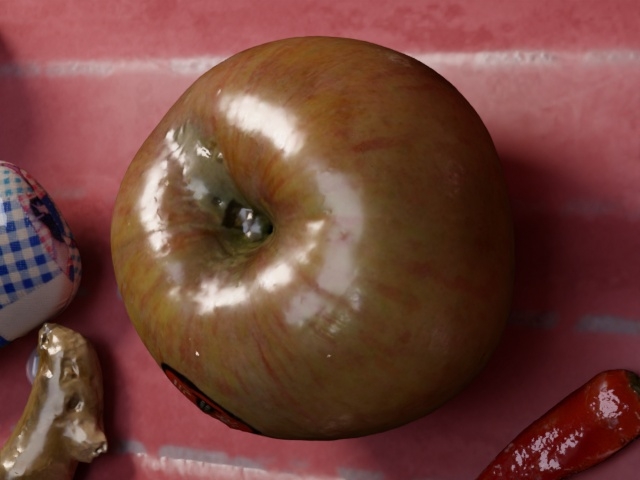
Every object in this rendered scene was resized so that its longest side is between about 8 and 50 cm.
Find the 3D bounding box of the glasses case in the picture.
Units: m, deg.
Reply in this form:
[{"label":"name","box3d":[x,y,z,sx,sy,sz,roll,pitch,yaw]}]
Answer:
[{"label":"glasses case","box3d":[-0.306,0.049,1.426,0.327,0.076,0.125,-27,97,32]}]

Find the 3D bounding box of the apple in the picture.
[{"label":"apple","box3d":[0.000,0.000,1.158,0.260,0.194,0.261,-8,76,35]}]

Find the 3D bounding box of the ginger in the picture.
[{"label":"ginger","box3d":[-0.244,0.187,1.381,0.294,0.086,0.131,-54,48,7]}]

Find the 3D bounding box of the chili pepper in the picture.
[{"label":"chili pepper","box3d":[0.129,0.125,1.149,0.178,0.027,0.045,-38,64,27]}]
